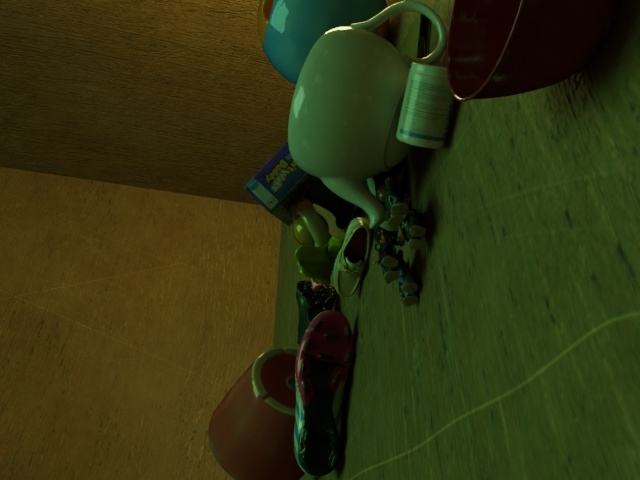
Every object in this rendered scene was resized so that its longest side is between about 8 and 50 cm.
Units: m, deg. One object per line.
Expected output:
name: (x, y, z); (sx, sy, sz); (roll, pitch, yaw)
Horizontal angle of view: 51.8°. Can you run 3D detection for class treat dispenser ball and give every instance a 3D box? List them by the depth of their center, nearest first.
treat dispenser ball: (0.007, -0.473, 1.437); (0.288, 0.288, 0.288); (-172, 90, -83)

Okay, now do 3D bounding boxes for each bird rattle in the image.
bird rattle: (0.000, 0.000, 1.470); (0.207, 0.143, 0.253); (63, 178, 0)

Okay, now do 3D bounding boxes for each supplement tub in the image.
supplement tub: (0.147, -0.185, 0.906); (0.071, 0.071, 0.107); (-103, 23, -70)

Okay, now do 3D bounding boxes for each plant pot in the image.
plant pot: (-0.103, 0.402, 1.551); (0.275, 0.275, 0.243); (-91, 22, -52)

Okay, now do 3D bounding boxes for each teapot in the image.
teapot: (0.078, -0.199, 1.009); (0.256, 0.187, 0.252); (91, -157, -48)

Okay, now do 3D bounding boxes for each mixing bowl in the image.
mixing bowl: (0.182, -0.200, 0.552); (0.181, 0.098, 0.181); (-173, 90, -83)

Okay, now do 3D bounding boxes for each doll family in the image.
doll family: (0.113, 0.004, 0.961); (0.111, 0.076, 0.193); (-112, 28, -66)

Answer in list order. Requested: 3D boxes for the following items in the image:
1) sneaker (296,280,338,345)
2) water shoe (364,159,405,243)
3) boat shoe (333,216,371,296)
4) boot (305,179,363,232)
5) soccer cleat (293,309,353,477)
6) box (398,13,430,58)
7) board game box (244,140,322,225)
sneaker: (-0.017, 0.191, 1.571); (0.286, 0.109, 0.130); (-96, 20, -66)
water shoe: (0.103, -0.082, 1.122); (0.080, 0.073, 0.203); (103, 172, -47)
boat shoe: (0.063, 0.039, 1.326); (0.059, 0.063, 0.170); (-88, 8, -75)
boot: (0.021, -0.085, 1.492); (0.198, 0.137, 0.076); (112, 165, -63)
soccer cleat: (-0.006, 0.308, 1.353); (0.143, 0.116, 0.331); (138, 139, -78)
box: (0.151, -0.284, 1.174); (0.201, 0.021, 0.164); (127, 151, -75)
board game box: (-0.040, -0.156, 1.534); (0.233, 0.078, 0.347); (-46, -6, 1)
